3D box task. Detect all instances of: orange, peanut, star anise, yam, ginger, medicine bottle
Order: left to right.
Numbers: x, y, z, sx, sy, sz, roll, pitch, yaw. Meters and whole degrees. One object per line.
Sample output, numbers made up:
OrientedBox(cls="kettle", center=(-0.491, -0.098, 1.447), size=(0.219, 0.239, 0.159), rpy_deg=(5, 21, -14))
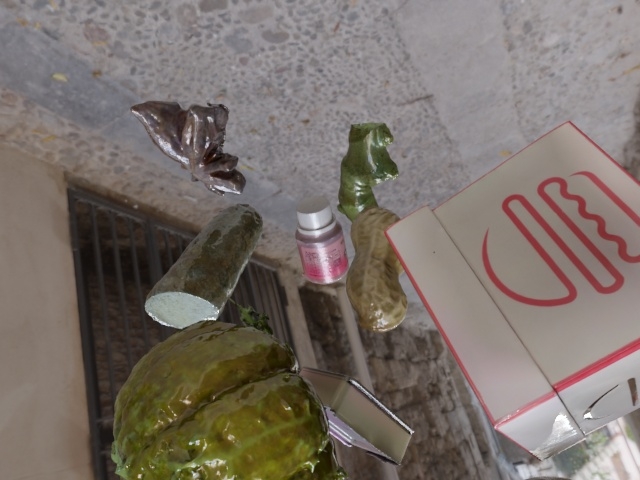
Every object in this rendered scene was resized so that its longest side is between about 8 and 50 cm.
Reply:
OrientedBox(cls="star anise", center=(-0.214, -0.169, 0.911), size=(0.110, 0.198, 0.257), rpy_deg=(-56, 156, -16))
OrientedBox(cls="orange", center=(-0.121, 0.245, 0.588), size=(0.223, 0.300, 0.301), rpy_deg=(-15, 135, -34))
OrientedBox(cls="yam", center=(-0.209, 0.040, 1.021), size=(0.133, 0.330, 0.133), rpy_deg=(11, 131, 13))
OrientedBox(cls="medicine bottle", center=(0.000, 0.000, 1.489), size=(0.147, 0.147, 0.247), rpy_deg=(-14, 123, -4))
OrientedBox(cls="ginger", center=(0.109, -0.147, 1.205), size=(0.137, 0.089, 0.290), rpy_deg=(16, 123, 2))
OrientedBox(cls="peanut", center=(0.122, 0.053, 1.030), size=(0.136, 0.298, 0.120), rpy_deg=(-7, 140, 20))

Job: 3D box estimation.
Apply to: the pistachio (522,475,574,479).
OrientedBox(cls="pistachio", center=(0.339, 0.390, 0.717), size=(0.185, 0.108, 0.126), rpy_deg=(23, 146, -23))

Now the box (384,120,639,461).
OrientedBox(cls="box", center=(0.327, 0.083, 0.716), size=(0.300, 0.312, 0.314), rpy_deg=(-35, 139, 12))

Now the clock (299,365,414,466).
OrientedBox(cls="clock", center=(0.050, 0.306, 0.892), size=(0.192, 0.071, 0.147), rpy_deg=(44, 152, -24))
